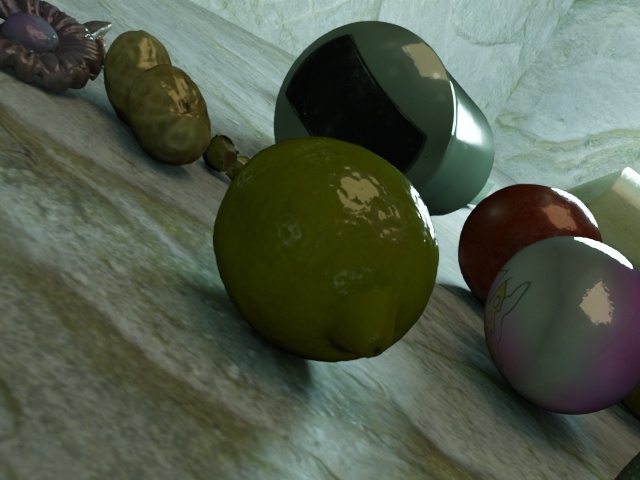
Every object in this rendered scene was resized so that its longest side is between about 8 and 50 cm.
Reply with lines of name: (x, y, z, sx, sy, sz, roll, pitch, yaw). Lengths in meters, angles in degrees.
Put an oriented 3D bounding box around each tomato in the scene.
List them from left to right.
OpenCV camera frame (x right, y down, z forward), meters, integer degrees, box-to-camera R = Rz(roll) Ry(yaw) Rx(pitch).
tomato: (0.310, 0.014, 1.123, 0.208, 0.208, 0.184, 24, 33, -28)

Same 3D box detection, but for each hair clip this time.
hair clip: (-0.339, -0.262, 0.983, 0.173, 0.069, 0.300, 32, 16, -1)

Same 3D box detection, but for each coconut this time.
coconut: (0.637, -0.005, 1.661, 0.323, 0.323, 0.323, 29, 16, -9)

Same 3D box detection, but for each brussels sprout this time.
brussels sprout: (-0.113, -0.101, 0.966, 0.083, 0.046, 0.051, 33, 14, 2)

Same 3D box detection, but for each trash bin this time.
trash bin: (0.118, -0.172, 1.216, 0.280, 0.280, 0.432, 38, 14, 21)

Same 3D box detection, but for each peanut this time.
peanut: (-0.202, -0.174, 0.916, 0.229, 0.103, 0.098, 49, 8, 39)

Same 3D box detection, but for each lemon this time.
lemon: (0.000, 0.000, 0.636, 0.184, 0.184, 0.248, 21, 20, -34)

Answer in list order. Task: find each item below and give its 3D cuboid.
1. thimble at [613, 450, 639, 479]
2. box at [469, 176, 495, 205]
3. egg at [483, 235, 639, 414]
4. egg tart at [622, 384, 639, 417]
thimble: (0.336, 0.247, 0.732, 0.084, 0.062, 0.110, 44, 20, 32)
box: (0.222, -0.226, 1.868, 0.396, 0.111, 0.396, 40, 18, 23)
egg: (0.278, 0.097, 0.855, 0.196, 0.196, 0.271, 36, 32, 13)
egg tart: (0.543, 0.198, 1.093, 0.388, 0.169, 0.388, 33, 13, -9)
